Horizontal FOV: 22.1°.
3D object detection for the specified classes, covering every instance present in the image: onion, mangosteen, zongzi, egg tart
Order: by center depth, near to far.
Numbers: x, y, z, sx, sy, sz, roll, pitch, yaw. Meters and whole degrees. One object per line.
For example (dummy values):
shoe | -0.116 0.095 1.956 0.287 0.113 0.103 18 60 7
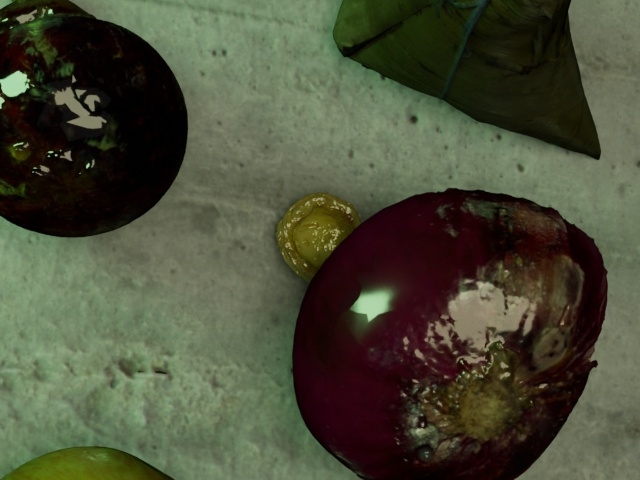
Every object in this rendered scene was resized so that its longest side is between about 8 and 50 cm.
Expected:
mangosteen | -0.250 -0.145 1.620 0.231 0.231 0.289 1 54 -17
onion | 0.109 0.089 1.662 0.260 0.282 0.336 25 114 -16
zongzi | 0.229 -0.201 1.696 0.360 0.323 0.160 32 72 -17
egg tart | 0.000 0.000 1.761 0.105 0.039 0.105 0 88 -17

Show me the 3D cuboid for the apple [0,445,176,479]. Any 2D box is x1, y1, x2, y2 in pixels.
apple | -0.222 0.328 1.583 0.264 0.264 0.264 0 89 -17
